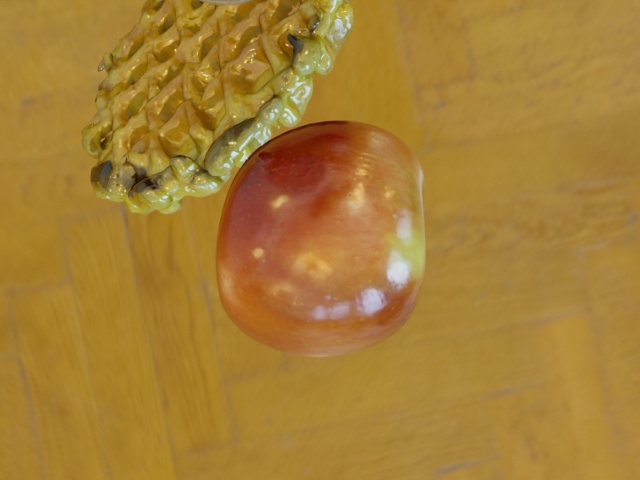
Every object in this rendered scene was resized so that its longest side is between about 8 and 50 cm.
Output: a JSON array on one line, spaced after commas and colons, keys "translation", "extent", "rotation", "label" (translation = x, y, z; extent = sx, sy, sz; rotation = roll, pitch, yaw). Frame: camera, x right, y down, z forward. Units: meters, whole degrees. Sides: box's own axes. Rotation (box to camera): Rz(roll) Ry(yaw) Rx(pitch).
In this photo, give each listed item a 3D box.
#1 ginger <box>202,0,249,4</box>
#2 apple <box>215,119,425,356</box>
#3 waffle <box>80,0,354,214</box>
[{"translation": [-0.011, -0.177, 1.026], "extent": [0.190, 0.095, 0.069], "rotation": [-24, 117, -19], "label": "ginger"}, {"translation": [0.000, 0.000, 1.287], "extent": [0.139, 0.163, 0.163], "rotation": [-1, 80, 3], "label": "apple"}, {"translation": [-0.081, -0.147, 1.568], "extent": [0.062, 0.329, 0.329], "rotation": [37, 78, -32], "label": "waffle"}]
